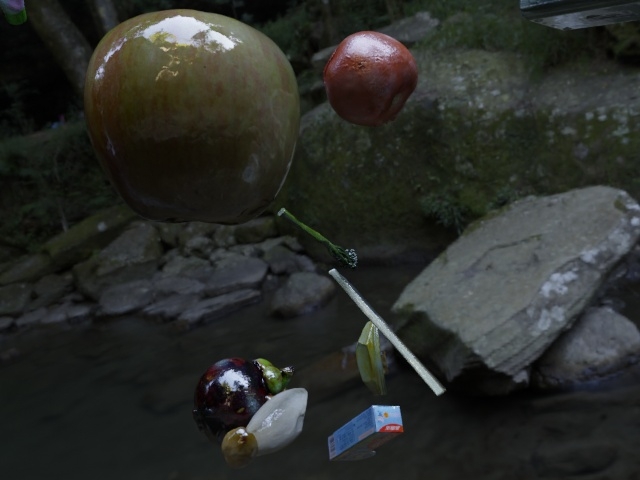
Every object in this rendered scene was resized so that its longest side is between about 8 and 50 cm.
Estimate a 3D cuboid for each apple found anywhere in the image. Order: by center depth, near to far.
[{"bbox_3d":[-0.151,-0.135,0.762,0.256,0.234,0.257,5,0,0],"label":"apple"}]

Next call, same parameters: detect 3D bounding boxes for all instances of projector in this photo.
[{"bbox_3d":[0.530,-0.462,1.198,0.192,0.099,0.256,-9,11,-43],"label":"projector"}]

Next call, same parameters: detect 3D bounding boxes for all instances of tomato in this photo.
[{"bbox_3d":[0.107,-0.362,1.434,0.208,0.184,0.208,-42,-20,-19],"label":"tomato"}]

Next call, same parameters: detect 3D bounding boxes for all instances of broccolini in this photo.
[{"bbox_3d":[0.000,0.001,1.160,0.044,0.042,0.218,-9,-30,35],"label":"broccolini"}]

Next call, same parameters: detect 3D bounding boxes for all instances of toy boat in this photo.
[{"bbox_3d":[0.123,0.270,1.478,0.066,0.172,0.065,1,-16,-36],"label":"toy boat"}]

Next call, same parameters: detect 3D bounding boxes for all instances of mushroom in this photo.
[{"bbox_3d":[-0.129,0.489,1.694,0.128,0.128,0.350,-10,3,31],"label":"mushroom"}]

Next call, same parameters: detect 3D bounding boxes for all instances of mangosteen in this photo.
[{"bbox_3d":[-0.251,0.508,2.024,0.311,0.311,0.311,-15,8,2],"label":"mangosteen"}]

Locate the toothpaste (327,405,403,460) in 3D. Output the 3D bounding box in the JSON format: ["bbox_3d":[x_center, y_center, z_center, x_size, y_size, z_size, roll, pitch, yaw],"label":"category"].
[{"bbox_3d":[0.080,0.325,1.074,0.070,0.044,0.193,6,-32,-21],"label":"toothpaste"}]

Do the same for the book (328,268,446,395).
[{"bbox_3d":[0.139,0.189,1.298,0.021,0.310,0.217,-42,-16,0],"label":"book"}]

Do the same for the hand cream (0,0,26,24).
[{"bbox_3d":[-0.743,-0.624,1.498,0.050,0.079,0.275,6,-30,-8],"label":"hand cream"}]
